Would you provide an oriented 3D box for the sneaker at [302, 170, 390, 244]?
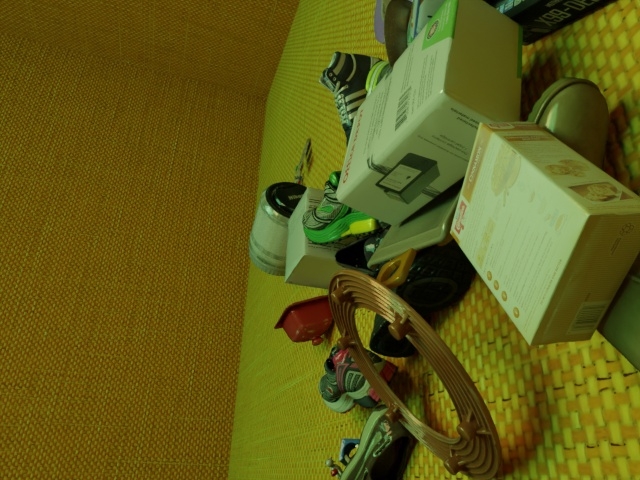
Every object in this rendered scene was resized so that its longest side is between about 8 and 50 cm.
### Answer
[{"bbox_3d":[0.057,-0.084,1.087,0.343,0.134,0.147,-17,99,59],"label":"sneaker"}]

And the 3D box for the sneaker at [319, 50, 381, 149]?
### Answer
[{"bbox_3d":[0.065,-0.374,1.326,0.099,0.153,0.283,-169,89,-75],"label":"sneaker"}]

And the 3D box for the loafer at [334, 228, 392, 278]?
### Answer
[{"bbox_3d":[0.115,0.035,1.008,0.302,0.095,0.109,156,122,-71],"label":"loafer"}]

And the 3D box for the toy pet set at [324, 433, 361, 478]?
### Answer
[{"bbox_3d":[0.064,0.403,0.949,0.065,0.122,0.114,44,169,40],"label":"toy pet set"}]

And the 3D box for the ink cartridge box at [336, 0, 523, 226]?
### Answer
[{"bbox_3d":[0.144,-0.171,0.691,0.273,0.114,0.199,-42,30,57],"label":"ink cartridge box"}]

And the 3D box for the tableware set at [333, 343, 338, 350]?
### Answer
[{"bbox_3d":[0.047,0.326,1.204,0.104,0.024,0.154,125,150,-57],"label":"tableware set"}]

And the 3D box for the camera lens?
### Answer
[{"bbox_3d":[-0.118,-0.043,1.643,0.220,0.219,0.274,-98,24,-47],"label":"camera lens"}]

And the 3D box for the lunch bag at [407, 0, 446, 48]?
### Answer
[{"bbox_3d":[0.216,-0.447,0.762,0.243,0.114,0.304,86,-164,-68],"label":"lunch bag"}]

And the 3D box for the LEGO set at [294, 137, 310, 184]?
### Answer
[{"bbox_3d":[-0.079,-0.279,2.021,0.183,0.060,0.244,-81,11,-52],"label":"LEGO set"}]

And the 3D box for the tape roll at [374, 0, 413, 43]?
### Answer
[{"bbox_3d":[0.211,-0.560,1.053,0.275,0.090,0.275,-171,90,-75],"label":"tape roll"}]

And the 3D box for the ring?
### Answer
[{"bbox_3d":[0.108,0.190,0.680,0.336,0.032,0.337,47,158,26],"label":"ring"}]

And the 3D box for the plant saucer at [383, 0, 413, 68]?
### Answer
[{"bbox_3d":[0.183,-0.362,0.919,0.036,0.198,0.199,-4,73,37],"label":"plant saucer"}]

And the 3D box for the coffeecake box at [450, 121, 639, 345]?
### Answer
[{"bbox_3d":[0.208,-0.016,0.478,0.186,0.068,0.143,-108,19,-53],"label":"coffeecake box"}]

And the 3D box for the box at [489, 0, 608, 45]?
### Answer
[{"bbox_3d":[0.328,-0.403,0.563,0.307,0.076,0.243,-166,85,-75],"label":"box"}]

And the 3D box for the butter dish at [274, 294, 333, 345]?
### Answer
[{"bbox_3d":[-0.028,0.236,1.350,0.118,0.160,0.160,65,149,24],"label":"butter dish"}]

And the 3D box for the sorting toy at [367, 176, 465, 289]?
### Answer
[{"bbox_3d":[0.170,-0.034,0.742,0.348,0.047,0.196,-54,11,-30],"label":"sorting toy"}]

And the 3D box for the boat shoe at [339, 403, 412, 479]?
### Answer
[{"bbox_3d":[0.095,0.424,0.853,0.095,0.095,0.258,-142,63,-66],"label":"boat shoe"}]

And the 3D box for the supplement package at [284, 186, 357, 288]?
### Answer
[{"bbox_3d":[0.000,0.000,1.333,0.194,0.149,0.203,126,150,-57],"label":"supplement package"}]

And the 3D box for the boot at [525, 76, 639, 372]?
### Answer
[{"bbox_3d":[0.292,-0.020,0.457,0.269,0.089,0.236,-115,25,-65],"label":"boot"}]

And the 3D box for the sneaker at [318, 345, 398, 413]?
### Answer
[{"bbox_3d":[0.053,0.266,0.984,0.121,0.112,0.299,-53,-1,-28],"label":"sneaker"}]

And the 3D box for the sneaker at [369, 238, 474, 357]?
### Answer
[{"bbox_3d":[0.158,0.078,0.835,0.130,0.108,0.286,-83,17,-49],"label":"sneaker"}]

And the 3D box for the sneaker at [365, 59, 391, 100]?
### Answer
[{"bbox_3d":[0.149,-0.260,1.064,0.121,0.110,0.300,-175,91,-67],"label":"sneaker"}]
